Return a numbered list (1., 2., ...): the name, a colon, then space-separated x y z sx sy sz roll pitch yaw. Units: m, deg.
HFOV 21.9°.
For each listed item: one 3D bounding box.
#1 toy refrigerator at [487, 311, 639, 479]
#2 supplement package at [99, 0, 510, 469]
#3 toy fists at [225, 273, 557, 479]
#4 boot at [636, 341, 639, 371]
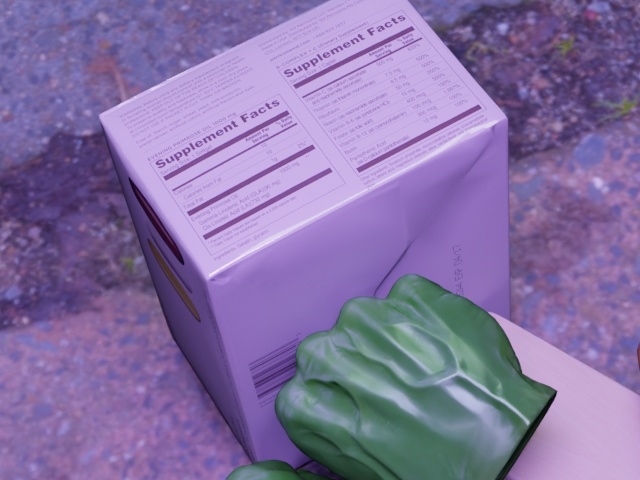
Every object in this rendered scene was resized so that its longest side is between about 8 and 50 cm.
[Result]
1. toy refrigerator: 0.186 0.165 1.035 0.269 0.094 0.102 30 56 24
2. supplement package: 0.000 0.000 1.065 0.204 0.262 0.145 -28 57 -12
3. toy fists: 0.019 0.152 0.997 0.142 0.096 0.279 34 106 12
4. boot: 0.195 0.126 0.896 0.264 0.096 0.280 13 32 0
